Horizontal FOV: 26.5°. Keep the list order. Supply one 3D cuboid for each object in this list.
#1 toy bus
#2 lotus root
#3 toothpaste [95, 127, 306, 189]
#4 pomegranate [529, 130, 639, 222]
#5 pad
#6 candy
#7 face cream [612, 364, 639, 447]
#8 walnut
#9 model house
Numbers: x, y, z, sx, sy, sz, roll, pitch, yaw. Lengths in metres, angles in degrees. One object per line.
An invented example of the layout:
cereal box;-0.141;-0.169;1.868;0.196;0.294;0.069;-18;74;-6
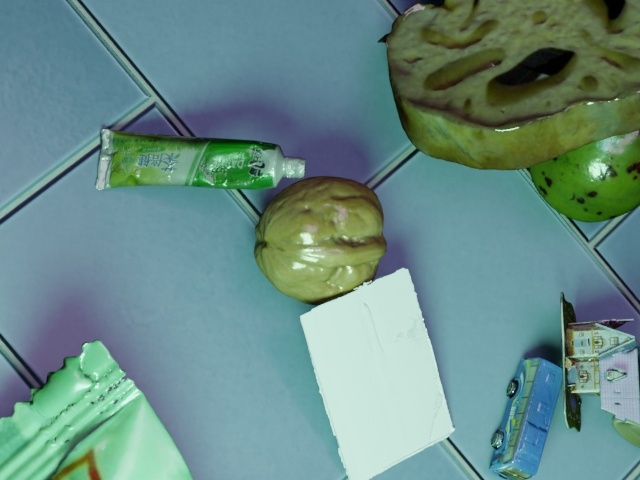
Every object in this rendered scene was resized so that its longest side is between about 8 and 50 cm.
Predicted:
toy bus;0.254;0.219;1.676;0.051;0.061;0.153;26;68;-17
lotus root;0.273;-0.248;1.669;0.375;0.111;0.390;30;69;38
toothpaste;-0.140;-0.091;1.597;0.247;0.047;0.078;3;78;5
pomegranate;0.331;-0.132;1.728;0.247;0.202;0.202;23;70;2
pad;0.069;0.161;1.609;0.156;0.004;0.232;-24;109;-21
candy;-0.207;0.331;1.429;0.263;0.172;0.398;-38;83;3
face cream;0.493;0.116;1.763;0.341;0.137;0.084;-55;132;-19
walnut;0.000;0.000;1.604;0.166;0.149;0.167;-13;113;-33
model house;0.349;0.152;1.682;0.088;0.117;0.167;-4;73;19
